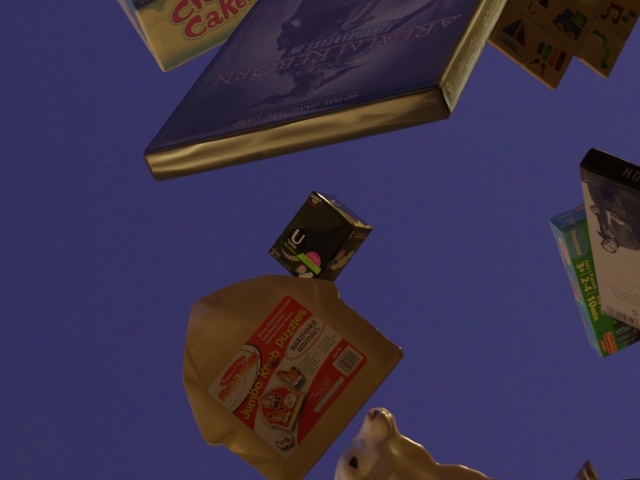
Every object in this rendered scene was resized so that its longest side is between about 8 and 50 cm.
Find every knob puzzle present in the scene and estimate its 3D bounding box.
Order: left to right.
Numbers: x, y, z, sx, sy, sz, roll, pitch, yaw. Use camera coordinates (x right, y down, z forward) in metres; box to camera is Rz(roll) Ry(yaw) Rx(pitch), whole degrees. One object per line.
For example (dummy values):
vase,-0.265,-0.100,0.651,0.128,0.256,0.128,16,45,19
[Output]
knob puzzle,-0.045,0.118,1.584,0.030,0.213,0.213,53,-133,-69

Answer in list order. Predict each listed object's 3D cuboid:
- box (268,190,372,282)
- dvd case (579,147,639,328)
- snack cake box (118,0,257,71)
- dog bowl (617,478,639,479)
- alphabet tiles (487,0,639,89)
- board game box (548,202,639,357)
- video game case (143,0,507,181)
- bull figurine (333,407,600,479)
box,0.000,0.000,1.723,0.083,0.062,0.052,-53,-22,12
dvd case,0.313,0.027,1.423,0.029,0.179,0.238,-55,-29,-20
snack cake box,-0.078,-0.293,1.645,0.264,0.152,0.089,-29,-41,-6
dog bowl,0.341,0.478,1.882,0.150,0.408,0.408,50,-123,-33
alphabet tiles,0.309,-0.379,2.122,0.285,0.011,0.342,33,-104,-20
board game box,0.353,0.006,1.696,0.211,0.039,0.160,-25,-63,-6
video game case,0.024,-0.134,1.045,0.026,0.196,0.274,65,-149,-25
bull figurine,0.121,0.245,1.177,0.101,0.188,0.310,49,-161,-55
